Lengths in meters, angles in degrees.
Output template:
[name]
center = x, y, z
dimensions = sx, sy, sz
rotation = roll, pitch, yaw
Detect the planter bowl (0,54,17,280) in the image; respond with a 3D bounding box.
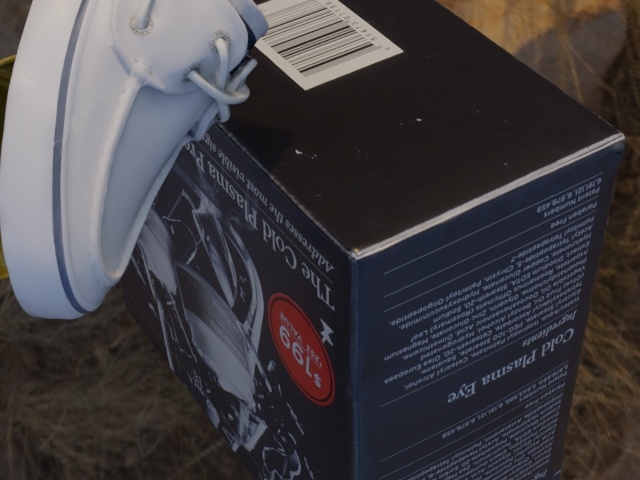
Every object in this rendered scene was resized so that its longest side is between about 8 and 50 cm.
[planter bowl]
center = -0.328, -0.075, 1.125
dimensions = 0.090, 0.217, 0.217
rotation = 13, 115, 21

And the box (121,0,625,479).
[box]
center = 0.000, 0.000, 0.780
dimensions = 0.179, 0.343, 0.312
rotation = -24, 136, -22

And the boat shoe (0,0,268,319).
[boat shoe]
center = -0.065, -0.090, 0.494
dimensions = 0.084, 0.095, 0.258
rotation = 8, 78, 10
